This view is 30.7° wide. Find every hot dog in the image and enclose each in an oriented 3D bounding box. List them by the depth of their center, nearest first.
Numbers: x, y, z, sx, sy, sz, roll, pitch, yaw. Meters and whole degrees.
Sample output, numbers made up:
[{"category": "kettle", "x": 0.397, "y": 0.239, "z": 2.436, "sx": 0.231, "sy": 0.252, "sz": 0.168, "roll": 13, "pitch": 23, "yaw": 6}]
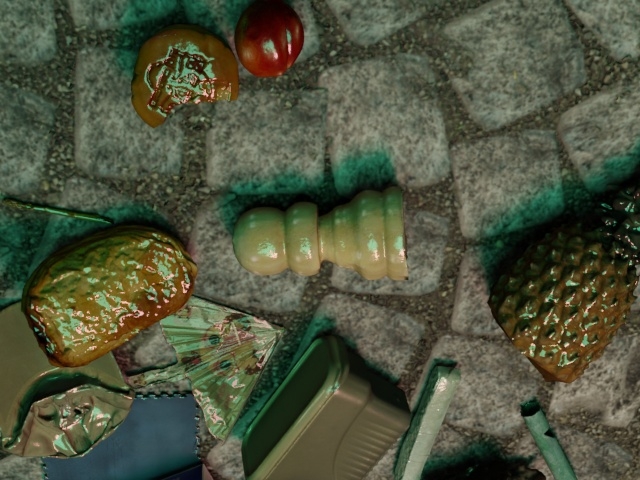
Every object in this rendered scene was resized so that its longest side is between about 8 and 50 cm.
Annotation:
[{"category": "hot dog", "x": -0.315, "y": 0.077, "z": 1.743, "sx": 0.259, "sy": 0.114, "sz": 0.175, "roll": -28, "pitch": 107, "yaw": -18}]

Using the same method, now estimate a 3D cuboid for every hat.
[{"category": "hat", "x": -0.416, "y": 0.217, "z": 1.832, "sx": 0.214, "sy": 0.149, "sz": 0.244, "roll": -19, "pitch": 76, "yaw": -13}]

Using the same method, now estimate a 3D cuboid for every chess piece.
[{"category": "chess piece", "x": 0.000, "y": 0.000, "z": 1.729, "sx": 0.261, "sy": 0.143, "sz": 0.142, "roll": -5, "pitch": 117, "yaw": 3}]

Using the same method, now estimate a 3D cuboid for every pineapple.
[{"category": "pineapple", "x": 0.415, "y": 0.041, "z": 1.752, "sx": 0.202, "sy": 0.202, "sz": 0.362, "roll": 41, "pitch": 97, "yaw": -21}]

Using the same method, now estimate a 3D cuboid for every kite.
[{"category": "kite", "x": -0.181, "y": 0.185, "z": 1.867, "sx": 0.268, "sy": 0.013, "sz": 0.323, "roll": -22, "pitch": 112, "yaw": 4}]

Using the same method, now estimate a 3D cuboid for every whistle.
[{"category": "whistle", "x": 0.390, "y": 0.353, "z": 1.984, "sx": 0.039, "sy": 0.039, "sz": 0.186, "roll": -25, "pitch": 116, "yaw": 9}]

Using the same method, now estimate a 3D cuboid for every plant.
[{"category": "plant", "x": 0.285, "y": 0.475, "z": 1.961, "sx": 0.234, "sy": 0.178, "sz": 0.204, "roll": -6, "pitch": 116, "yaw": 5}]

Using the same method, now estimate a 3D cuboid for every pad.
[{"category": "pad", "x": -0.332, "y": 0.366, "z": 1.953, "sx": 0.269, "sy": 0.012, "sz": 0.269, "roll": 1, "pitch": 117, "yaw": -4}]

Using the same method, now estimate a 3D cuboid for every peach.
[{"category": "peach", "x": -0.072, "y": -0.279, "z": 1.597, "sx": 0.101, "sy": 0.100, "sz": 0.100, "roll": -2, "pitch": 117, "yaw": -3}]

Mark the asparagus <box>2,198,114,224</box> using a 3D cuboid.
[{"category": "asparagus", "x": -0.390, "y": -0.043, "z": 1.738, "sx": 0.166, "sy": 0.013, "sz": 0.016, "roll": 11, "pitch": 158, "yaw": -8}]

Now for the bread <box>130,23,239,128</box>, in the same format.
[{"category": "bread", "x": -0.192, "y": -0.237, "z": 1.612, "sx": 0.156, "sy": 0.086, "sz": 0.125, "roll": -17, "pitch": 116, "yaw": 4}]

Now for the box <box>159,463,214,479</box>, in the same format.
[{"category": "box", "x": -0.225, "y": 0.546, "z": 1.988, "sx": 0.200, "sy": 0.106, "sz": 0.299, "roll": -22, "pitch": 121, "yaw": 6}]

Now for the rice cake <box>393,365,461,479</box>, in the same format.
[{"category": "rice cake", "x": 0.175, "y": 0.312, "z": 1.945, "sx": 0.045, "sy": 0.042, "sz": 0.245, "roll": 8, "pitch": 118, "yaw": -21}]

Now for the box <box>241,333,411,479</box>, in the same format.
[{"category": "box", "x": 0.014, "y": 0.298, "z": 1.885, "sx": 0.178, "sy": 0.138, "sz": 0.274, "roll": 27, "pitch": 115, "yaw": -23}]
